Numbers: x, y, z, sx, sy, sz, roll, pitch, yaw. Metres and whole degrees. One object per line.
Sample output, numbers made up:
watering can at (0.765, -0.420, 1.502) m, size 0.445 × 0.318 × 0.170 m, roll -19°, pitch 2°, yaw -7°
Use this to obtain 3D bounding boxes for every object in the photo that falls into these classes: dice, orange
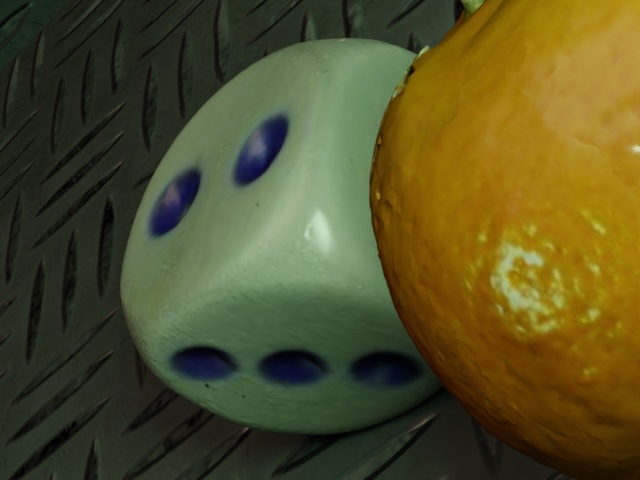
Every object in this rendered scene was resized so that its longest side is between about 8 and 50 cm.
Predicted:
dice at (0.000, 0.000, 1.631) m, size 0.304 × 0.277 × 0.304 m, roll -29°, pitch 40°, yaw 41°
orange at (0.220, -0.059, 1.029) m, size 0.424 × 0.326 × 0.424 m, roll -51°, pitch -3°, yaw -4°
